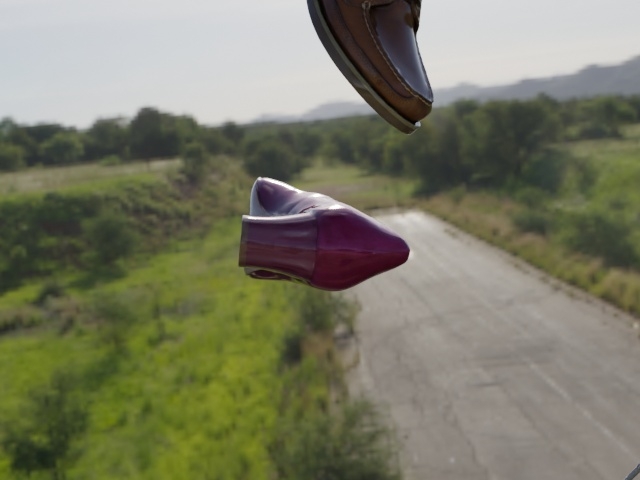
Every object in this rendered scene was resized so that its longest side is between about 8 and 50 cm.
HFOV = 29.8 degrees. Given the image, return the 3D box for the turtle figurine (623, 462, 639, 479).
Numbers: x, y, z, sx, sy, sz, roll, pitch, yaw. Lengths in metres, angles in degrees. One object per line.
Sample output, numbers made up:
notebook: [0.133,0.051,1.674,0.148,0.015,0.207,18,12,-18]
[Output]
turtle figurine: [0.279,0.394,1.311,0.275,0.266,0.198,-15,51,-14]

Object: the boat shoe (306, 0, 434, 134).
boat shoe: [0.050,-0.250,1.231,0.104,0.307,0.111,-37,-30,21]

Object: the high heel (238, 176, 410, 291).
high heel: [0.000,0.000,1.431,0.181,0.127,0.377,5,10,-2]
